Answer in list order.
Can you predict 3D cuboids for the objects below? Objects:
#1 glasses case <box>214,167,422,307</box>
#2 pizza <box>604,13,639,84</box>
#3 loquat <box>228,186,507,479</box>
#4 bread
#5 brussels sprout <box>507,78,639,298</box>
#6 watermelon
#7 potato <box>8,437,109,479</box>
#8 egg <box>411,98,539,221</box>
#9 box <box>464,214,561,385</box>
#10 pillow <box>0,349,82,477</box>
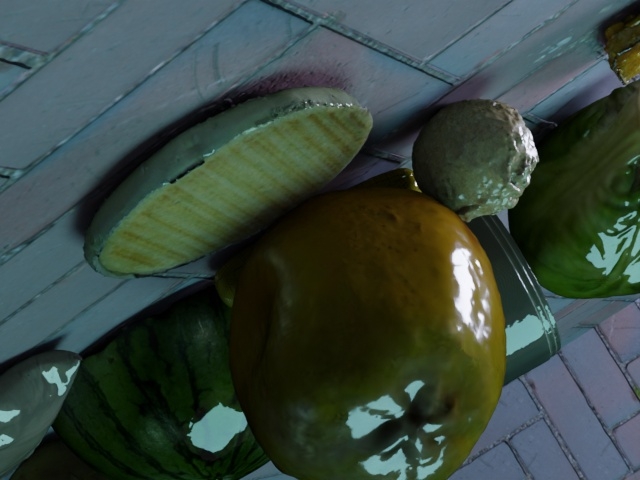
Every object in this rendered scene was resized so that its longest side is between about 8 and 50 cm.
[{"bbox_3d":[0.000,0.000,1.544,0.234,0.064,0.079,-29,158,-3],"label":"glasses case"},{"bbox_3d":[0.327,-0.210,1.526,0.131,0.041,0.178,-26,165,-26],"label":"pizza"},{"bbox_3d":[0.052,0.095,1.406,0.276,0.284,0.276,-8,124,-12],"label":"loquat"},{"bbox_3d":[-0.079,-0.050,1.267,0.267,0.040,0.267,-28,165,-8],"label":"bread"},{"bbox_3d":[0.343,-0.059,1.747,0.219,0.210,0.271,5,136,-29],"label":"brussels sprout"},{"bbox_3d":[-0.120,0.178,1.687,0.330,0.189,0.331,-30,171,-5],"label":"watermelon"},{"bbox_3d":[-0.304,0.307,1.823,0.137,0.137,0.176,-43,-176,40],"label":"potato"},{"bbox_3d":[0.148,-0.079,1.467,0.118,0.116,0.140,-47,-158,-28],"label":"egg"},{"bbox_3d":[0.158,0.069,1.753,0.149,0.226,0.226,-29,165,-4],"label":"box"},{"bbox_3d":[-0.343,0.204,1.548,0.173,0.067,0.270,-28,166,-31],"label":"pillow"}]
